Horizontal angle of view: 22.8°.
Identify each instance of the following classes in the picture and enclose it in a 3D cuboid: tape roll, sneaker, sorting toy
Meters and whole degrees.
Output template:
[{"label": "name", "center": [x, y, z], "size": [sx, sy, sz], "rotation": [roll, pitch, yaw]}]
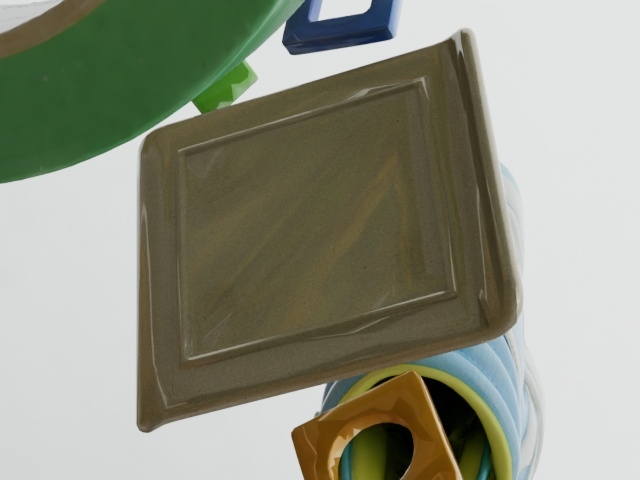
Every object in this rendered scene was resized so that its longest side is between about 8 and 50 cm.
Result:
[{"label": "tape roll", "center": [-0.132, -0.179, 0.514], "size": [0.321, 0.077, 0.321], "rotation": [5, -68, 13]}, {"label": "sneaker", "center": [0.060, 0.122, 0.894], "size": [0.127, 0.208, 0.319], "rotation": [-2, -44, 13]}, {"label": "sorting toy", "center": [0.000, 0.000, 0.770], "size": [0.047, 0.196, 0.347], "rotation": [53, 24, -47]}]
